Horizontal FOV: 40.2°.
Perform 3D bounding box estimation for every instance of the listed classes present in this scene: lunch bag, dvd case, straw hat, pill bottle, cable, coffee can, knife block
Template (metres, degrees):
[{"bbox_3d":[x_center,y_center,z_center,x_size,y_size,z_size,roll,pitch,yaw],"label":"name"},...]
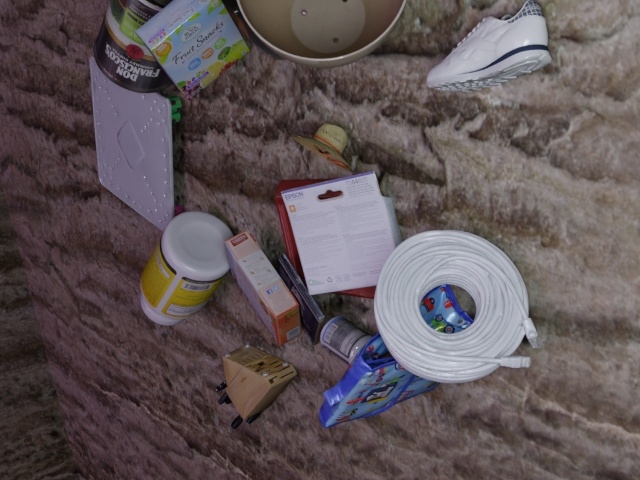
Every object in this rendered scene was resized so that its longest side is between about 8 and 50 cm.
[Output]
[{"bbox_3d":[0.120,0.225,1.598,0.138,0.293,0.221,54,142,20],"label":"lunch bag"},{"bbox_3d":[-0.046,0.134,1.934,0.165,0.018,0.221,57,166,16],"label":"dvd case"},{"bbox_3d":[0.019,-0.195,1.704,0.144,0.144,0.061,30,88,41],"label":"straw hat"},{"bbox_3d":[-0.350,0.084,2.224,0.188,0.187,0.334,58,143,15],"label":"pill bottle"},{"bbox_3d":[0.218,0.109,1.463,0.089,0.257,0.257,77,-174,-69],"label":"cable"},{"bbox_3d":[0.071,0.223,1.845,0.137,0.078,0.078,31,130,40],"label":"pill bottle"},{"bbox_3d":[-0.379,-0.494,1.955,0.202,0.201,0.275,58,143,15],"label":"coffee can"},{"bbox_3d":[-0.165,0.401,2.232,0.275,0.088,0.242,16,120,47],"label":"knife block"}]

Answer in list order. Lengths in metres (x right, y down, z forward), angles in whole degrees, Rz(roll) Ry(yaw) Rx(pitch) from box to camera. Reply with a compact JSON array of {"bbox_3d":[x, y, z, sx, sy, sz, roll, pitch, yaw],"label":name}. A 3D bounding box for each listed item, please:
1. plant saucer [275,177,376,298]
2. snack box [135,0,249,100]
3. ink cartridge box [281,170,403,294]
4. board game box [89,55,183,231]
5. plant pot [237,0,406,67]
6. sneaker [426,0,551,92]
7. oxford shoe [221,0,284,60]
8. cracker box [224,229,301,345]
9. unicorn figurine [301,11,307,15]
[{"bbox_3d":[0.000,0.000,1.850,0.259,0.047,0.259,4,110,52],"label":"plant saucer"},{"bbox_3d":[-0.258,-0.407,1.792,0.070,0.174,0.207,49,178,25],"label":"snack box"},{"bbox_3d":[0.049,-0.014,1.719,0.223,0.045,0.224,-9,101,31],"label":"ink cartridge box"},{"bbox_3d":[-0.491,-0.260,2.348,0.390,0.050,0.390,32,131,39],"label":"board game box"},{"bbox_3d":[0.009,-0.411,1.481,0.284,0.284,0.191,62,-179,9],"label":"plant pot"},{"bbox_3d":[0.256,-0.292,1.354,0.235,0.090,0.095,-11,86,50],"label":"sneaker"},{"bbox_3d":[-0.127,-0.439,1.789,0.212,0.076,0.076,51,171,19],"label":"oxford shoe"},{"bbox_3d":[-0.130,0.109,2.003,0.232,0.067,0.156,53,163,26],"label":"cracker box"},{"bbox_3d":[-0.080,-0.454,1.708,0.111,0.060,0.162,-20,91,54],"label":"unicorn figurine"}]
